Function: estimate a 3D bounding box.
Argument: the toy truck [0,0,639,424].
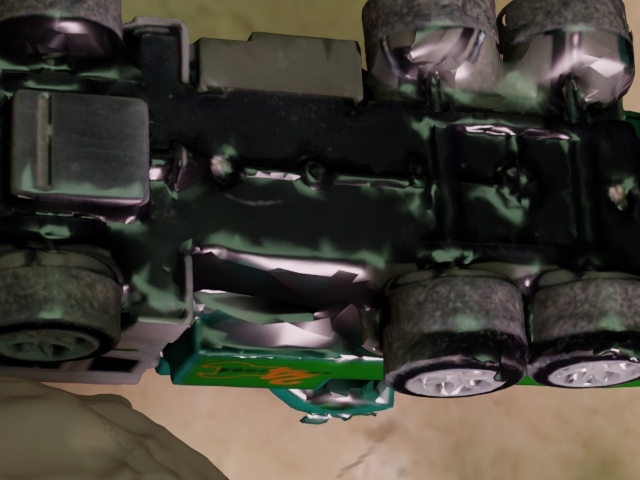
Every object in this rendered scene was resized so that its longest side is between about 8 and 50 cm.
[{"bbox_3d":[0.000,-0.003,0.828,0.363,0.178,0.176,4,68,-19],"label":"toy truck"}]

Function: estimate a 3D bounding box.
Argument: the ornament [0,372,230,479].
[{"bbox_3d":[-0.141,0.201,0.652,0.337,0.337,0.337,4,78,-20],"label":"ornament"}]
